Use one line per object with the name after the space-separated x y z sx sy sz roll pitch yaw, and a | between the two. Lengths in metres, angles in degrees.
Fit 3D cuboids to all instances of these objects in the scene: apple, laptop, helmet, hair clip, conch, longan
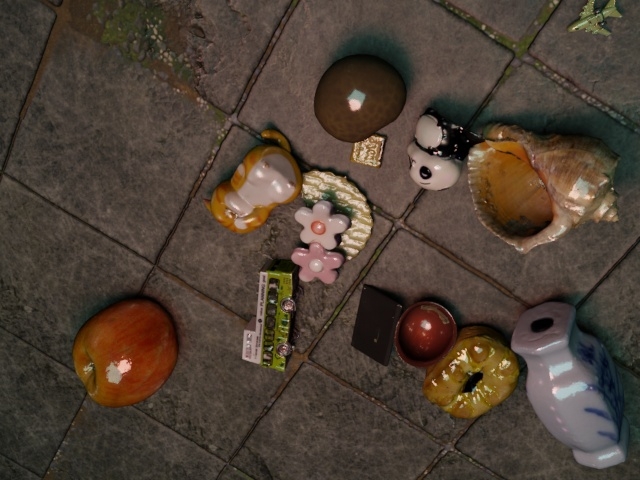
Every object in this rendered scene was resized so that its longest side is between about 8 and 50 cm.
-0.554 0.325 1.856 0.301 0.301 0.301 4 113 10 | apple
0.147 0.229 1.769 0.135 0.016 0.197 28 120 38 | laptop
0.267 0.249 1.730 0.155 0.106 0.175 23 80 2 | helmet
-0.001 0.004 1.678 0.146 0.075 0.257 10 118 3 | hair clip
0.504 -0.122 1.494 0.210 0.352 0.297 18 112 -45 | conch
0.086 -0.325 1.498 0.212 0.198 0.198 -34 103 38 | longan

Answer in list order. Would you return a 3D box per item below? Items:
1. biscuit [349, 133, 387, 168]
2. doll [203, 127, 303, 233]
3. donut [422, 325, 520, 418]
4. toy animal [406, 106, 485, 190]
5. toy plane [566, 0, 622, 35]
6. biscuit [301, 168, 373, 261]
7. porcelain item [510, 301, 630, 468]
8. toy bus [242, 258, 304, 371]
0.117 -0.224 1.623 0.081 0.018 0.083 13 114 7 | biscuit
-0.166 -0.125 1.645 0.167 0.162 0.269 42 113 -15 | doll
0.398 0.348 1.738 0.208 0.128 0.261 38 114 -15 | donut
0.276 -0.199 1.525 0.138 0.166 0.179 10 118 -27 | toy animal
0.583 -0.474 1.410 0.111 0.040 0.102 -25 116 18 | toy plane
0.044 -0.055 1.699 0.187 0.036 0.273 0 112 12 | biscuit
0.634 0.363 1.644 0.178 0.242 0.405 -19 111 38 | porcelain item
-0.128 0.201 1.806 0.139 0.113 0.301 10 111 8 | toy bus
